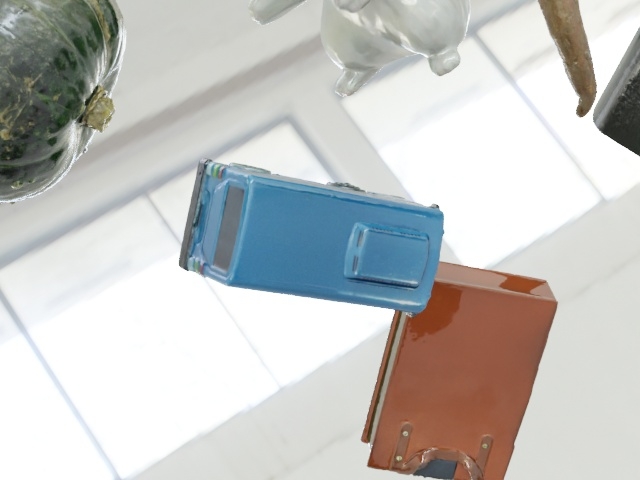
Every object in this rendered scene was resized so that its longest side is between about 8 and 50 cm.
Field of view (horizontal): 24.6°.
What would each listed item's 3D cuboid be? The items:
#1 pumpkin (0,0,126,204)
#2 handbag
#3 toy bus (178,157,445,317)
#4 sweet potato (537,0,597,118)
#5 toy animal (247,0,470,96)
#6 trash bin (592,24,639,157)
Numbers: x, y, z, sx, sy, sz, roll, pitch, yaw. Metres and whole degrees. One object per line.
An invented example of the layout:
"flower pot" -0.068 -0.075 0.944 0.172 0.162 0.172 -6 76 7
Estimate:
"pumpkin" -0.217 -0.116 1.033 0.190 0.146 0.190 -46 -16 -17
"handbag" 0.116 0.117 1.261 0.063 0.127 0.190 -102 23 -67
"toy bus" 0.000 0.000 1.087 0.184 0.106 0.090 9 -86 -30
"sweet potato" 0.239 -0.222 1.446 0.050 0.214 0.050 -18 12 4
"toy animal" -0.001 -0.233 1.154 0.140 0.282 0.138 -2 60 50
"trash bin" 0.276 -0.153 0.957 0.165 0.115 0.225 -55 -12 -13
